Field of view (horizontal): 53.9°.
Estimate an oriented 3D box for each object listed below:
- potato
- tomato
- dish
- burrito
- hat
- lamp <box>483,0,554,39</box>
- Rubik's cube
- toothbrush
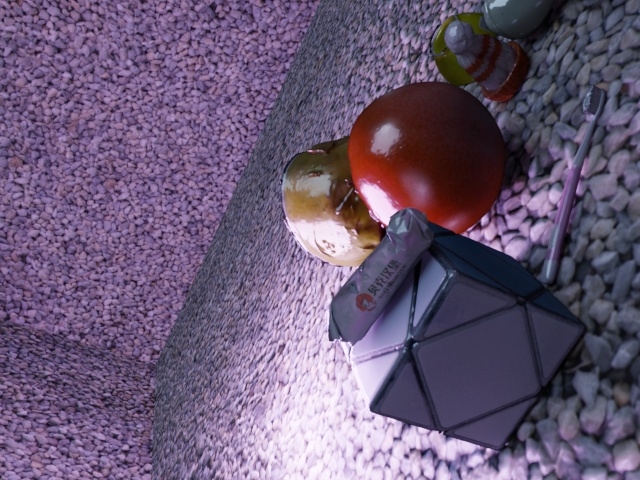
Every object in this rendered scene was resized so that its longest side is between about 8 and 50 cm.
[{"bbox_3d":[0.090,-0.067,1.206,0.196,0.300,0.246,2,88,39],"label":"potato"},{"bbox_3d":[0.169,-0.126,1.003,0.224,0.256,0.255,-29,42,50],"label":"tomato"},{"bbox_3d":[0.276,-0.401,1.270,0.149,0.080,0.207,-51,27,38],"label":"dish"},{"bbox_3d":[0.068,0.045,0.762,0.203,0.064,0.064,-59,21,30],"label":"burrito"},{"bbox_3d":[0.271,-0.316,1.070,0.093,0.162,0.112,-39,38,49],"label":"hat"},{"bbox_3d":[0.357,-0.409,1.045,0.193,0.106,0.106,-22,48,52],"label":"lamp"},{"bbox_3d":[0.167,0.113,0.822,0.207,0.205,0.205,-61,21,17],"label":"Rubik's cube"},{"bbox_3d":[0.337,-0.078,0.845,0.020,0.025,0.286,-6,64,69],"label":"toothbrush"}]
